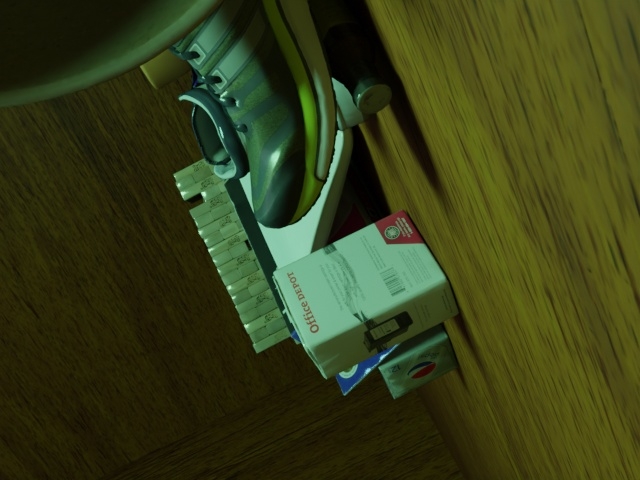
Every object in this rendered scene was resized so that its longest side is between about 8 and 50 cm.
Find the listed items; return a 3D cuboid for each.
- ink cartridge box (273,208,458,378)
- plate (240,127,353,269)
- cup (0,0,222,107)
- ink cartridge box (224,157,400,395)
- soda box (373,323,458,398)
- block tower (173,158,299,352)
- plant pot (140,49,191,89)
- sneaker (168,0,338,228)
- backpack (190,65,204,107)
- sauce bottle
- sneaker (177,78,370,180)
[{"bbox_3d":[0.043,0.052,1.013,0.109,0.150,0.063,63,179,43],"label":"ink cartridge box"},{"bbox_3d":[-0.033,-0.112,1.251,0.277,0.045,0.278,105,149,-43],"label":"plate"},{"bbox_3d":[-0.185,-0.265,0.487,0.331,0.331,0.237,64,-170,-45],"label":"cup"},{"bbox_3d":[0.000,0.000,1.329,0.069,0.176,0.371,16,-145,-45],"label":"ink cartridge box"},{"bbox_3d":[0.074,0.062,1.365,0.286,0.098,0.091,62,179,37],"label":"soda box"},{"bbox_3d":[-0.126,0.024,1.653,0.335,0.097,0.091,62,180,2],"label":"block tower"},{"bbox_3d":[-0.213,-0.392,1.463,0.290,0.204,0.291,63,179,1],"label":"plant pot"},{"bbox_3d":[-0.070,-0.145,0.687,0.111,0.121,0.299,-137,32,-66],"label":"sneaker"},{"bbox_3d":[-0.123,-0.270,1.594,0.117,0.158,0.173,49,-155,-48],"label":"backpack"},{"bbox_3d":[0.013,-0.139,0.717,0.128,0.042,0.042,63,179,39],"label":"sauce bottle"},{"bbox_3d":[-0.057,-0.145,0.995,0.099,0.153,0.282,64,179,-21],"label":"sneaker"}]
